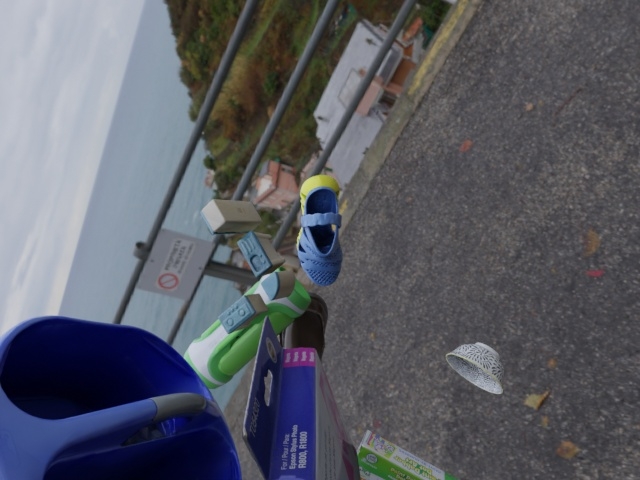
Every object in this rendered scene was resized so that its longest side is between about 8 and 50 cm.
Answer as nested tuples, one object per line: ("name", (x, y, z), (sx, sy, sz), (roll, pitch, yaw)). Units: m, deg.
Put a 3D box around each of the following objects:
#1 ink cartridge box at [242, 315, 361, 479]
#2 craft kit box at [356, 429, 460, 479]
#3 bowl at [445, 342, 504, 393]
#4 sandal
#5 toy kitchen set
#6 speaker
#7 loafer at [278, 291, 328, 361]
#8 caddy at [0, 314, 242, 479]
("ink cartridge box", (-0.007, 0.312, 0.766), (0.324, 0.071, 0.330), (-94, -16, -72))
("craft kit box", (0.152, 0.536, 1.004), (0.247, 0.249, 0.061), (-68, -11, 26))
("bowl", (0.433, 0.330, 1.369), (0.080, 0.170, 0.170), (-51, 20, -17))
("sandal", (0.000, 0.000, 1.294), (0.138, 0.126, 0.318), (-100, 3, -53))
("toy kitchen set", (-0.174, 0.053, 0.984), (0.166, 0.122, 0.207), (-39, 73, 23))
("speaker", (-0.164, 0.195, 1.132), (0.296, 0.131, 0.131), (-43, 31, 6))
("loafer", (-0.040, 0.273, 1.326), (0.366, 0.133, 0.130), (83, -177, -45))
("caddy", (-0.198, 0.199, 0.485), (0.179, 0.341, 0.241), (-34, 70, 4))
